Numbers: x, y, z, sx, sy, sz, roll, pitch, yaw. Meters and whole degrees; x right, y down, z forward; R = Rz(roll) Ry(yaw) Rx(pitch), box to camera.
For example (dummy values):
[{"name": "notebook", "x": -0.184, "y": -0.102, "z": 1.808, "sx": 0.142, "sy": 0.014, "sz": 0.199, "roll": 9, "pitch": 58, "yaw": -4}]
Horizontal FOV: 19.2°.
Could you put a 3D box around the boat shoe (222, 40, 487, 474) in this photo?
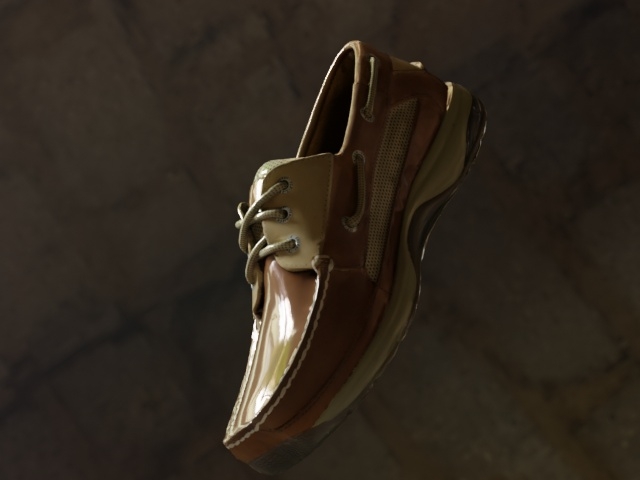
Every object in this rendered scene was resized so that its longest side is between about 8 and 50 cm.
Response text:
[{"name": "boat shoe", "x": 0.000, "y": 0.000, "z": 1.214, "sx": 0.120, "sy": 0.324, "sz": 0.122, "roll": 36, "pitch": 139, "yaw": -14}]
